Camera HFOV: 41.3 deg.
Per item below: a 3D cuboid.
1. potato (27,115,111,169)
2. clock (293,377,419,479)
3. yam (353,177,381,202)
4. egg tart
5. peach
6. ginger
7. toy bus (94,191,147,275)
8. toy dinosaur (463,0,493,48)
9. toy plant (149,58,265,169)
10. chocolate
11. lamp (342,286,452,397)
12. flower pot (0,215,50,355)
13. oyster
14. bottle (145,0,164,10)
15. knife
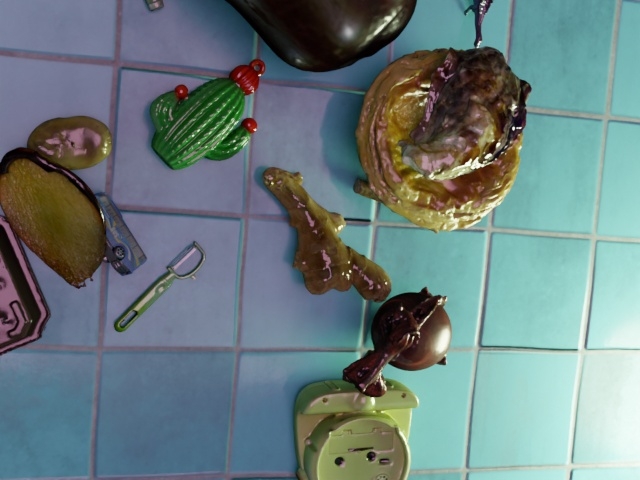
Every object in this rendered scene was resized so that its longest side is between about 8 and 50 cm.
[{"bbox_3d":[-0.422,-0.162,1.429,0.138,0.070,0.091,-8,100,-17],"label":"potato"},{"bbox_3d":[0.068,0.423,1.637,0.235,0.096,0.308,-1,98,-18],"label":"clock"},{"bbox_3d":[0.131,-0.080,1.632,0.145,0.032,0.032,22,89,-19],"label":"yam"},{"bbox_3d":[0.209,-0.186,1.582,0.352,0.150,0.352,-2,95,-23],"label":"egg tart"},{"bbox_3d":[-0.428,-0.043,1.411,0.189,0.068,0.279,10,131,18],"label":"peach"},{"bbox_3d":[0.000,0.000,1.574,0.148,0.081,0.333,-36,101,-11],"label":"ginger"},{"bbox_3d":[-0.364,-0.012,1.473,0.061,0.051,0.153,-41,108,-40],"label":"toy bus"},{"bbox_3d":[0.308,-0.463,1.615,0.045,0.080,0.197,8,94,-15],"label":"toy dinosaur"},{"bbox_3d":[-0.188,-0.213,1.491,0.240,0.088,0.154,-24,115,-24],"label":"toy plant"},{"bbox_3d":[-0.003,-0.443,1.382,0.384,0.384,0.331,-35,107,-11],"label":"chocolate"},{"bbox_3d":[0.147,0.182,1.594,0.223,0.151,0.215,10,117,-44],"label":"lamp"},{"bbox_3d":[-0.567,0.081,1.407,0.179,0.084,0.250,-22,102,-14],"label":"flower pot"},{"bbox_3d":[0.269,-0.221,1.481,0.275,0.100,0.271,8,73,-20],"label":"oyster"},{"bbox_3d":[-0.295,-0.438,1.458,0.030,0.030,0.083,-23,103,-13],"label":"bottle"},{"bbox_3d":[-0.286,0.092,1.532,0.212,0.015,0.054,-44,114,-9],"label":"knife"}]
